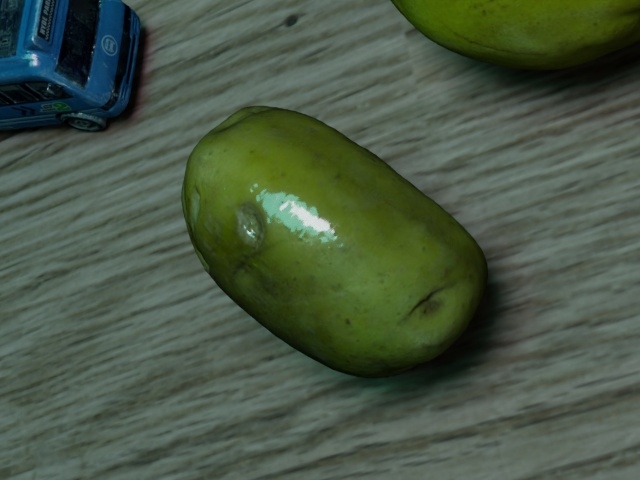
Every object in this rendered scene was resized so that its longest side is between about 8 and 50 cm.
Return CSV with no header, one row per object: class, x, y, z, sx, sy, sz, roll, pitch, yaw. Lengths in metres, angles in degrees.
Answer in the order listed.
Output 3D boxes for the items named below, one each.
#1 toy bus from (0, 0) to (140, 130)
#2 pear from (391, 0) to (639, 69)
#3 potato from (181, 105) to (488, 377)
toy bus,-0.293,-0.167,1.152,0.246,0.134,0.113,-2,72,30
pear,0.142,-0.226,0.885,0.269,0.212,0.212,30,90,34
potato,0.001,0.001,0.900,0.228,0.197,0.148,38,100,-1
